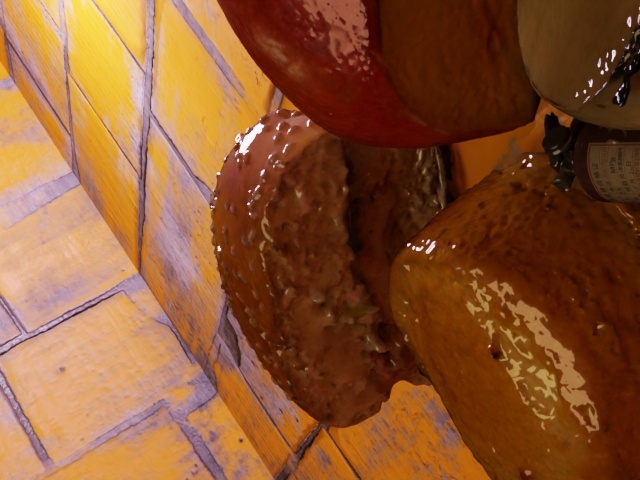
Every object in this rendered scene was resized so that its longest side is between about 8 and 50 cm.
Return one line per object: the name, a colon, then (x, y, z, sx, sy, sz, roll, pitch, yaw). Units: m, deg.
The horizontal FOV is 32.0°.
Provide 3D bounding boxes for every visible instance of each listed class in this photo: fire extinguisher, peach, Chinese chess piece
fire extinguisher: (0.262, -0.074, 0.878, 0.252, 0.106, 0.075, 5, 131, 57)
peach: (0.026, -0.236, 0.982, 0.380, 0.242, 0.306, 47, 152, 31)
Chinese chess piece: (0.205, -0.181, 0.707, 0.238, 0.092, 0.237, -176, 90, -77)

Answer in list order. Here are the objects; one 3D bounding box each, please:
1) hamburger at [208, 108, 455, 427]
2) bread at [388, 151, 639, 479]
hamburger: (0.000, 0.000, 1.347, 0.287, 0.268, 0.445, 41, 154, 50)
bread: (0.224, 0.107, 1.045, 0.358, 0.204, 0.337, 57, 164, 3)
